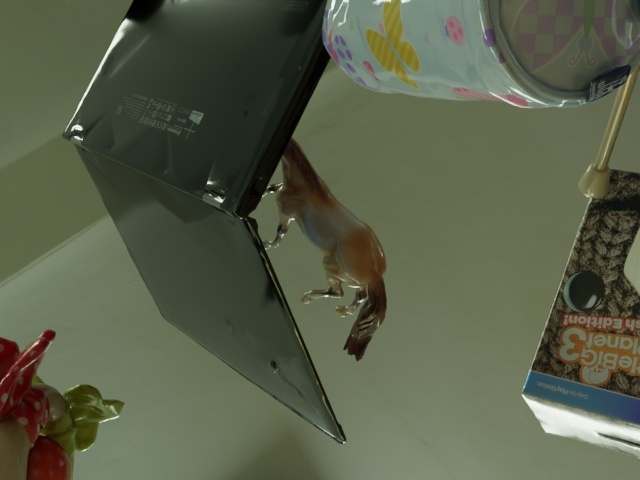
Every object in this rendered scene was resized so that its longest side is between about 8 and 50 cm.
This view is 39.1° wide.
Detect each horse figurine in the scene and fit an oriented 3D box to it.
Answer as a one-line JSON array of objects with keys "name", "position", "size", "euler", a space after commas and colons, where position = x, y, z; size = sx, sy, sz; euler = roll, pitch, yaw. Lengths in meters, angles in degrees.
[{"name": "horse figurine", "position": [0.000, 0.000, 0.997], "size": [0.066, 0.174, 0.263], "euler": [-33, -97, -33]}]

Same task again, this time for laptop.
[{"name": "laptop", "position": [-0.075, -0.076, 0.928], "size": [0.236, 0.382, 0.408], "euler": [28, -93, -40]}]

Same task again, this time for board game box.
[{"name": "board game box", "position": [0.388, 0.091, 0.996], "size": [0.141, 0.232, 0.291], "euler": [50, -122, -52]}]

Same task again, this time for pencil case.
[{"name": "pencil case", "position": [0.097, -0.150, 0.582], "size": [0.124, 0.273, 0.113], "euler": [-28, -73, -14]}]

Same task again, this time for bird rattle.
[{"name": "bird rattle", "position": [-0.284, 0.204, 0.912], "size": [0.143, 0.253, 0.207], "euler": [-1, -110, -5]}]

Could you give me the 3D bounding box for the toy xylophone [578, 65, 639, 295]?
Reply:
[{"name": "toy xylophone", "position": [0.315, -0.038, 0.709], "size": [0.081, 0.323, 0.236], "euler": [-15, -122, -14]}]
